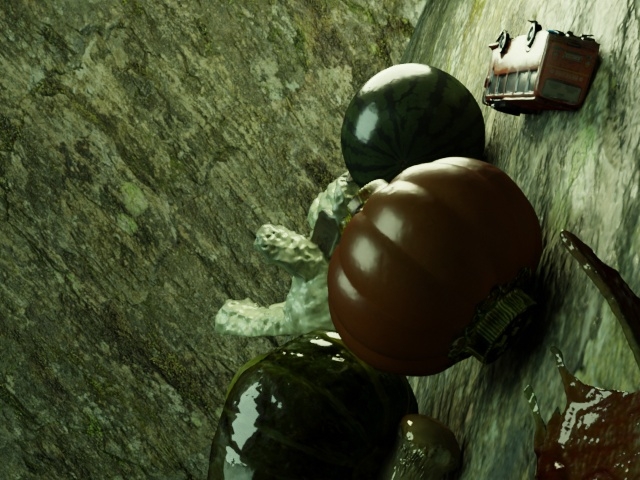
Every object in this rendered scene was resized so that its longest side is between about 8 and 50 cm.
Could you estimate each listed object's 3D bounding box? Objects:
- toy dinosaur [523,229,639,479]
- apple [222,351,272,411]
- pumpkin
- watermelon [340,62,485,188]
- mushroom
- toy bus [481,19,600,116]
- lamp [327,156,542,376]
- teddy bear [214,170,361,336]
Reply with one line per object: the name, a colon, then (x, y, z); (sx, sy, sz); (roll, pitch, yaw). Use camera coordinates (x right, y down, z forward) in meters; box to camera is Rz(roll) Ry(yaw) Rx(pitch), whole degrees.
toy dinosaur: (0.124, 0.156, 0.543); (0.327, 0.112, 0.207); (118, 171, -66)
apple: (-0.085, 0.331, 1.572); (0.261, 0.193, 0.261); (-160, 90, -78)
pumpkin: (-0.011, 0.216, 0.880); (0.260, 0.189, 0.260); (-28, -51, -41)
watermelon: (0.131, -0.149, 1.152); (0.212, 0.212, 0.212); (-159, 90, -85)
mushroom: (0.080, 0.273, 0.812); (0.084, 0.071, 0.209); (-67, -5, -80)
toy bus: (0.245, -0.195, 0.931); (0.235, 0.073, 0.097); (-113, 37, -82)
lamp: (0.107, 0.026, 0.765); (0.223, 0.196, 0.223); (-36, -27, -22)
teddy bear: (0.000, 0.000, 1.485); (0.375, 0.327, 0.362); (-3, 85, 45)
